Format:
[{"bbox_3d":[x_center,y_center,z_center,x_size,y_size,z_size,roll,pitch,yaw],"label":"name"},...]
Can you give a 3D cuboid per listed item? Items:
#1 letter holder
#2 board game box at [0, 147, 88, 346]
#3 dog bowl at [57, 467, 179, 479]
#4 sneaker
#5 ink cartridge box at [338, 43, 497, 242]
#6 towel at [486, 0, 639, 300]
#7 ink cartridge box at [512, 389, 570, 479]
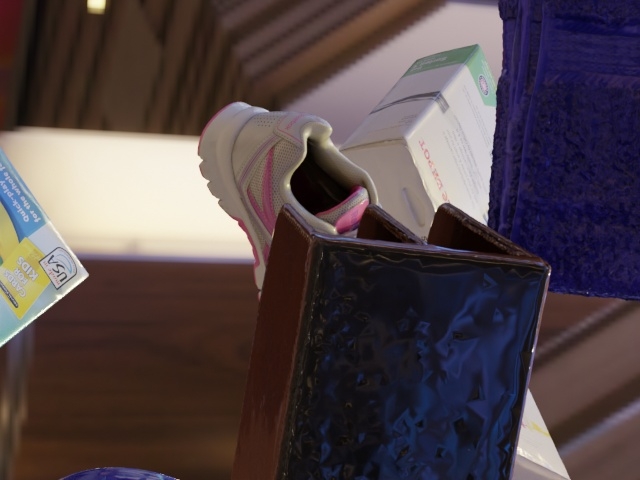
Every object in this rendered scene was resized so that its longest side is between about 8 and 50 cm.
[{"bbox_3d":[0.021,0.129,1.276,0.214,0.152,0.301,-137,-126,-71],"label":"letter holder"},{"bbox_3d":[-0.412,0.017,1.938,0.079,0.336,0.253,-29,-81,36],"label":"board game box"},{"bbox_3d":[-0.175,0.339,1.757,0.104,0.265,0.265,-64,174,-58],"label":"dog bowl"},{"bbox_3d":[0.000,0.000,1.591,0.111,0.103,0.252,-2,-55,49],"label":"sneaker"},{"bbox_3d":[0.124,-0.087,2.087,0.093,0.219,0.160,-9,-65,34],"label":"ink cartridge box"},{"bbox_3d":[0.226,-0.105,1.346,0.076,0.228,0.308,-14,109,-69],"label":"towel"},{"bbox_3d":[0.142,0.179,1.736,0.092,0.090,0.143,-47,-144,21],"label":"ink cartridge box"}]
